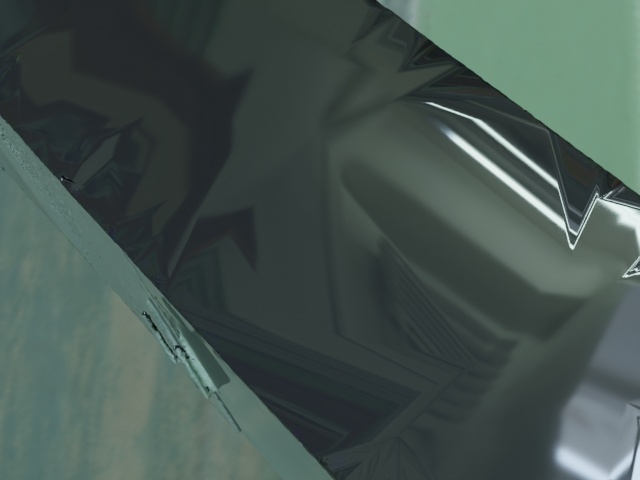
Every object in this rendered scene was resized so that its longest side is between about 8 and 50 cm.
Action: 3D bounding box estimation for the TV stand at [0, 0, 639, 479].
[{"bbox_3d":[0.000,0.000,0.445,0.088,0.083,0.269,-40,48,-9],"label":"TV stand"}]
